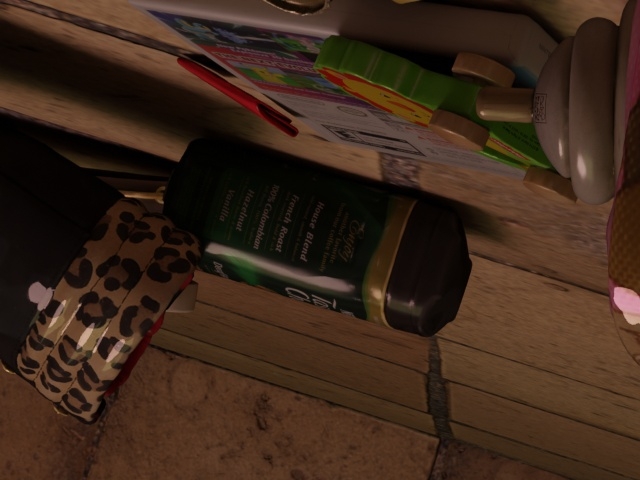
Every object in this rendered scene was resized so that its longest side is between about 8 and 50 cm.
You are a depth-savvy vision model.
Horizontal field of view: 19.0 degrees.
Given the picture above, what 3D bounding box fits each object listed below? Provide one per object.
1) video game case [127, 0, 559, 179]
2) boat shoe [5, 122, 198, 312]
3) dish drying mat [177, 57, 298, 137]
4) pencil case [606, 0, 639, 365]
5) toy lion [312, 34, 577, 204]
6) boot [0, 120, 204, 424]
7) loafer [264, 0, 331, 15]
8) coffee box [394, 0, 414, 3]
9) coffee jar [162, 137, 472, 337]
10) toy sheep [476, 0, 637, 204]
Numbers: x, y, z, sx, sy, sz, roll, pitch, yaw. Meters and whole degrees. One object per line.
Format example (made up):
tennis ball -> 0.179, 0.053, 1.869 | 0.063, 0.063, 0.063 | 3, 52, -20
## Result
video game case -> 0.042, -0.069, 0.853 | 0.201, 0.023, 0.183 | 13, 170, 34
boat shoe -> -0.228, -0.036, 1.361 | 0.324, 0.096, 0.116 | 17, -174, 19
dish drying mat -> -0.042, -0.074, 0.962 | 0.032, 0.008, 0.083 | 30, -177, -38
pencil case -> 0.246, -0.006, 0.373 | 0.386, 0.160, 0.167 | 12, 180, 32
toy lion -> 0.049, -0.053, 0.763 | 0.100, 0.034, 0.096 | 27, 176, -43
boot -> -0.233, 0.001, 1.167 | 0.284, 0.138, 0.377 | 33, 153, -3
loafer -> -0.044, -0.110, 0.678 | 0.056, 0.050, 0.148 | 11, 168, 41
coffee box -> -0.017, -0.126, 0.556 | 0.184, 0.040, 0.113 | 23, 170, -27
coffee jar -> 0.000, 0.000, 1.169 | 0.184, 0.079, 0.096 | 16, 171, 14
toy sheep -> 0.119, -0.044, 0.649 | 0.132, 0.091, 0.091 | -3, 166, 12
